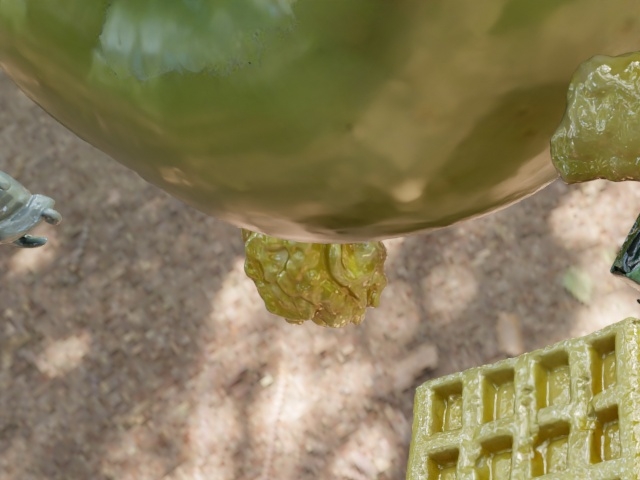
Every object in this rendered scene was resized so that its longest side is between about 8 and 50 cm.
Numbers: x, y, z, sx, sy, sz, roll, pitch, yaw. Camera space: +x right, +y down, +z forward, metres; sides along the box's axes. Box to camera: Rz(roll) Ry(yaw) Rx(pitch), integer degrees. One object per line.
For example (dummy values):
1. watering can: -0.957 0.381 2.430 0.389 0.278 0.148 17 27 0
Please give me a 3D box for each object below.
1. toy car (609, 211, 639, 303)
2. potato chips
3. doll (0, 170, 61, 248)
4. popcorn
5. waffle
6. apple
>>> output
1. toy car: 0.445 0.053 1.574 0.141 0.321 0.097 -62 17 -4
2. potato chips: 0.287 -0.086 0.652 0.407 0.057 0.080 -14 13 -20
3. doll: -0.302 -0.033 1.325 0.195 0.104 0.062 9 37 19
4. popcorn: -0.015 -0.006 1.635 0.163 0.194 0.140 24 45 32
5. waffle: 0.176 0.193 1.314 0.248 0.055 0.221 -20 45 32
6. apple: 0.028 -0.235 0.807 0.474 0.473 0.473 -16 41 15
